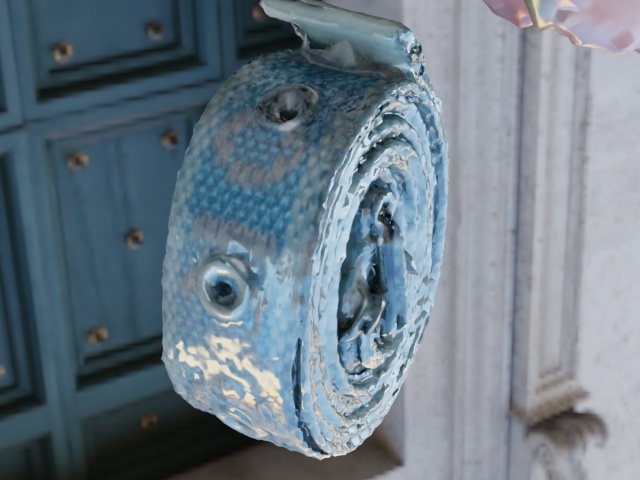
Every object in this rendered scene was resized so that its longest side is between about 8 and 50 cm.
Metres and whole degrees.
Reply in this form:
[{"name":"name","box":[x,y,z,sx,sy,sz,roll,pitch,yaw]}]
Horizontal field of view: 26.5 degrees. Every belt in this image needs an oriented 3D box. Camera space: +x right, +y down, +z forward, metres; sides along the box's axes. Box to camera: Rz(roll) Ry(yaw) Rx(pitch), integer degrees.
[{"name":"belt","box":[0.001,0.007,0.547,0.082,0.163,0.148,17,-114,25]}]

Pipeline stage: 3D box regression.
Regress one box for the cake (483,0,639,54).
[{"name":"cake","box":[0.150,-0.241,0.552,0.293,0.307,0.314,1,-156,-23]}]
